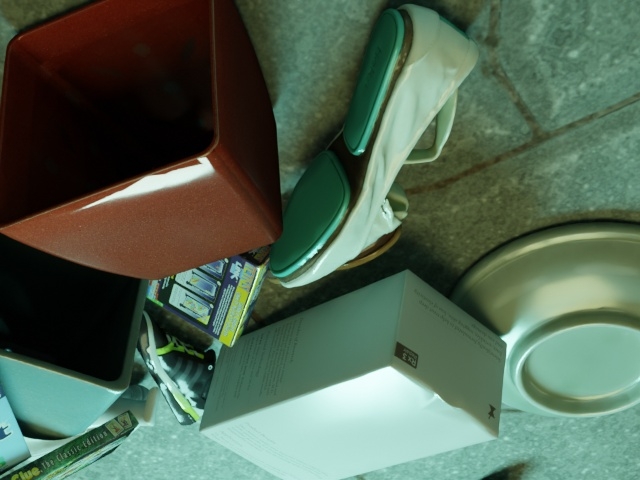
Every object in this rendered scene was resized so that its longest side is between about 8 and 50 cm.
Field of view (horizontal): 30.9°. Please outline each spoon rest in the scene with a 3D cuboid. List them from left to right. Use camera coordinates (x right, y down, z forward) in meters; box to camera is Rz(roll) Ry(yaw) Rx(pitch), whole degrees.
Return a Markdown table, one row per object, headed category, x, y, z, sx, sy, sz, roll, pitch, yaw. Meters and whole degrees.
| category | x | y | z | sx | sy | sz | roll | pitch | yaw |
| --- | --- | --- | --- | --- | --- | --- | --- | --- | --- |
| spoon rest | -0.362 | 0.235 | 1.685 | 0.276 | 0.137 | 0.084 | 6 | 158 | 12 |

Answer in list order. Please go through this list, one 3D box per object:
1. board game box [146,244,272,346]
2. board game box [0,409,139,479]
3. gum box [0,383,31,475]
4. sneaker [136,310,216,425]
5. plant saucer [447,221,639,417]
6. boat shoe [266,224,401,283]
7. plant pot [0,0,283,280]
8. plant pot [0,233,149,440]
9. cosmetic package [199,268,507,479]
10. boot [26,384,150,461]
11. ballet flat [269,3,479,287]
| category | x | y | z | sx | sy | sz | roll | pitch | yaw |
| --- | --- | --- | --- | --- | --- | --- | --- | --- | --- |
| board game box | -0.147 | 0.042 | 1.524 | 0.141 | 0.048 | 0.170 | 30 | 134 | 7 |
| board game box | -0.372 | 0.311 | 1.533 | 0.260 | 0.030 | 0.136 | -25 | 170 | -36 |
| gum box | -0.442 | 0.246 | 1.388 | 0.157 | 0.041 | 0.184 | -30 | 149 | -21 |
| sneaker | -0.205 | 0.171 | 1.691 | 0.097 | 0.084 | 0.234 | -29 | 133 | -10 |
| plant saucer | 0.370 | 0.147 | 1.612 | 0.400 | 0.100 | 0.400 | 1 | 135 | 1 |
| boat shoe | 0.000 | 0.000 | 1.494 | 0.207 | 0.073 | 0.073 | -20 | 133 | 20 |
| plant pot | -0.177 | -0.102 | 1.284 | 0.267 | 0.267 | 0.236 | -17 | 145 | 18 |
| plant pot | -0.390 | 0.129 | 1.520 | 0.248 | 0.247 | 0.252 | 20 | 135 | -17 |
| cosmetic package | 0.041 | 0.203 | 1.591 | 0.385 | 0.156 | 0.217 | -24 | 131 | 38 |
| boot | -0.387 | 0.259 | 1.754 | 0.258 | 0.095 | 0.123 | -24 | 132 | 21 |
| ballet flat | 0.067 | -0.087 | 1.355 | 0.139 | 0.139 | 0.400 | 17 | 124 | -15 |
